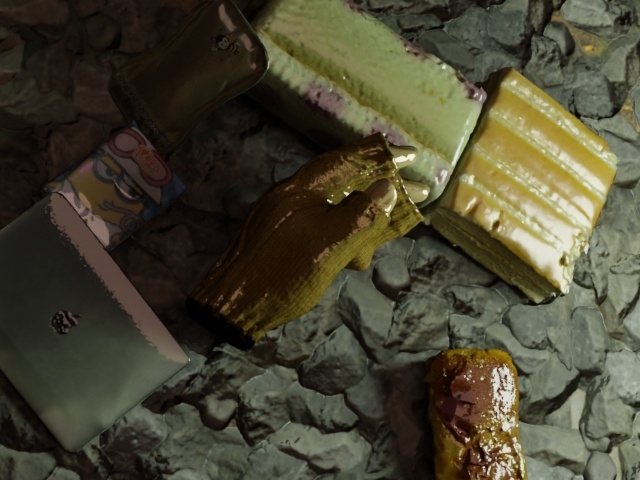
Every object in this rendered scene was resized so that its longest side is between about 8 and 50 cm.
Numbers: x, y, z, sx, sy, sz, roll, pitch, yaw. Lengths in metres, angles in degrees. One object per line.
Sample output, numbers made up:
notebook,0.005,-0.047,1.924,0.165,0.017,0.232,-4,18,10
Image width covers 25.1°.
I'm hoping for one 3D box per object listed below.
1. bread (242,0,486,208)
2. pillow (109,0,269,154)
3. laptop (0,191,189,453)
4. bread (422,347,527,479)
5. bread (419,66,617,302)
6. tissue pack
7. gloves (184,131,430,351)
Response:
bread,0.039,-0.207,1.911,0.338,0.155,0.187,33,73,-14
pillow,-0.166,-0.207,1.817,0.130,0.217,0.033,57,24,1
laptop,-0.308,0.098,1.728,0.188,0.015,0.269,-38,92,-6
bread,0.201,0.277,1.888,0.139,0.077,0.270,1,78,-19
bread,0.280,-0.070,1.991,0.246,0.111,0.239,33,69,-21
tissue pack,-0.261,-0.060,1.795,0.155,0.065,0.115,-40,94,-26
gloves,-0.015,-0.007,1.794,0.356,0.203,0.155,-36,89,-10
